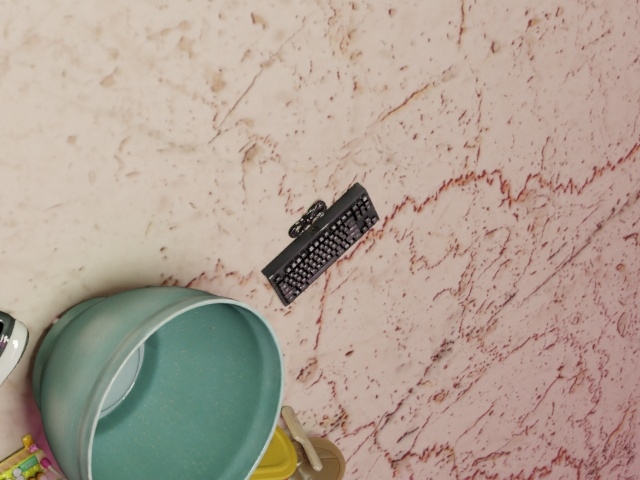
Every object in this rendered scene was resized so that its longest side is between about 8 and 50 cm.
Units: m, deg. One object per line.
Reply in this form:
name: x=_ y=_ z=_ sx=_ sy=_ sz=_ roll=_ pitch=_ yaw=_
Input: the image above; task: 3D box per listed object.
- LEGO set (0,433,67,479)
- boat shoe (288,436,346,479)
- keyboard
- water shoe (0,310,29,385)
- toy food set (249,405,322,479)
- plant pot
LEGO set: x=-0.375 y=0.351 z=1.664 sx=0.287 sy=0.107 sz=0.132 roll=-51 pitch=133 yaw=-12
boat shoe: x=-0.094 y=0.390 z=1.958 sx=0.302 sy=0.109 sz=0.098 roll=-41 pitch=172 yaw=-14
keyboard: x=0.000 y=0.000 z=1.859 sx=0.180 sy=0.023 sz=0.108 roll=-44 pitch=134 yaw=-14
water shoe: x=-0.413 y=0.164 z=1.581 sx=0.080 sy=0.073 sz=0.203 roll=33 pitch=91 yaw=-19
toy food set: x=-0.105 y=0.292 z=1.876 sx=0.218 sy=0.128 sz=0.071 roll=5 pitch=130 yaw=-47
plant pot: x=-0.213 y=0.175 z=1.639 sx=0.293 sy=0.196 sz=0.293 roll=-24 pitch=125 yaw=-40
